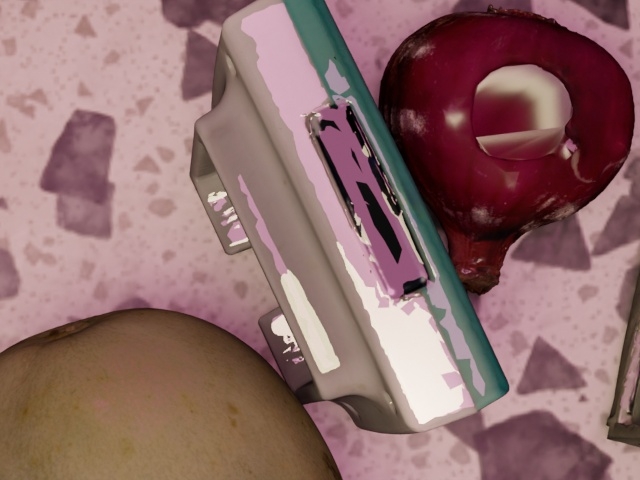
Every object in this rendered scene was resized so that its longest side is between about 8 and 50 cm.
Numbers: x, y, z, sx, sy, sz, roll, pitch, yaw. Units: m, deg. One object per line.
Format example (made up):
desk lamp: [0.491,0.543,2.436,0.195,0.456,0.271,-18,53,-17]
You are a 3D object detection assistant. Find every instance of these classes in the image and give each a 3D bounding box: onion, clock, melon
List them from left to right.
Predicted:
melon: [-0.103,0.208,0.828,0.268,0.268,0.330,-16,97,-7]
clock: [0.000,0.000,0.884,0.116,0.231,0.262,-26,86,-4]
onion: [0.122,-0.058,0.950,0.173,0.135,0.198,7,84,-2]

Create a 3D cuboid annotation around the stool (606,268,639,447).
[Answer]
stool: [0.317,0.027,0.889,0.170,0.269,0.243,14,82,-4]
